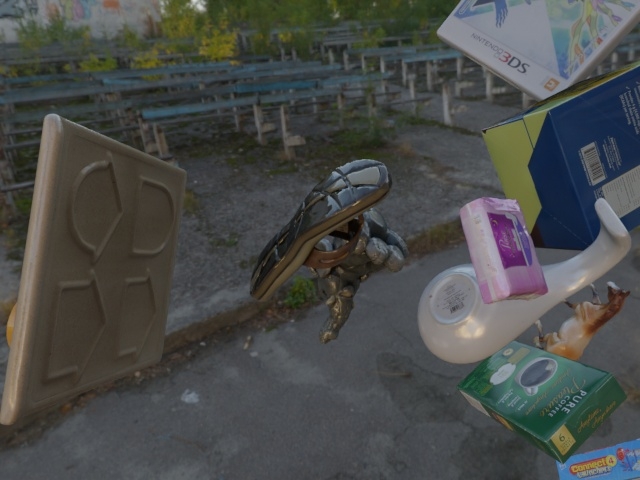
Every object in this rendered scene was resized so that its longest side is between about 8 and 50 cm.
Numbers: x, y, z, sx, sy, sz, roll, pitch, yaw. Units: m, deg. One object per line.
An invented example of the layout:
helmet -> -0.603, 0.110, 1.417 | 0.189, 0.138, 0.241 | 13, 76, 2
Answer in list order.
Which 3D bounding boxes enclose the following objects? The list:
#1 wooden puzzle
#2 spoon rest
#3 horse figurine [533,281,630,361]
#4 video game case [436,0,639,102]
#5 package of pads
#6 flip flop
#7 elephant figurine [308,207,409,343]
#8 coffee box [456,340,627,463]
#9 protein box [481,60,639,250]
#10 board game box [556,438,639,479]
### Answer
wooden puzzle -> -0.295, 0.032, 0.620 | 0.080, 0.322, 0.348 | 8, -2, 6
spoon rest -> 0.238, 0.059, 0.564 | 0.276, 0.084, 0.137 | -36, 41, 32
horse figurine -> 0.509, 0.181, 0.940 | 0.066, 0.263, 0.174 | 34, 17, -4
video game case -> 0.415, -0.438, 0.801 | 0.036, 0.329, 0.300 | 17, 28, -52
package of pads -> 0.145, 0.008, 0.367 | 0.050, 0.083, 0.032 | 0, -20, -30
flip flop -> 0.000, 0.000, 0.603 | 0.080, 0.277, 0.112 | 32, 34, -18
elephant figurine -> 0.047, 0.055, 0.934 | 0.169, 0.239, 0.186 | 42, 33, -2
coffee box -> 0.267, 0.192, 0.580 | 0.113, 0.040, 0.184 | -38, 9, -12
protein box -> 0.384, -0.119, 0.660 | 0.201, 0.200, 0.136 | -27, 10, -15
board game box -> 0.831, 0.613, 1.151 | 0.308, 0.302, 0.086 | 32, 41, -19
